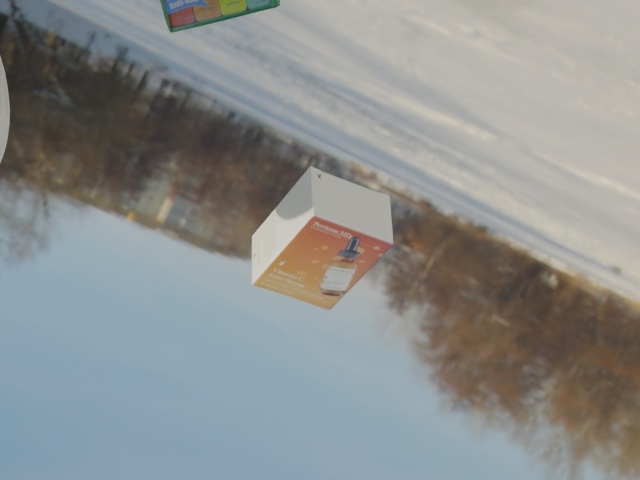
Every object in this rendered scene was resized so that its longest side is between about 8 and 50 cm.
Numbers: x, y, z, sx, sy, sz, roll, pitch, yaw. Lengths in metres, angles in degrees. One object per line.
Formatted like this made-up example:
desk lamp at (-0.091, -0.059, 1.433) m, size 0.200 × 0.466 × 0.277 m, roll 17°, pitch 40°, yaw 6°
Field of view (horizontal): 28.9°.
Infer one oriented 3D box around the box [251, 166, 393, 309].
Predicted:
box at (0.000, 0.000, 1.702) m, size 0.130 × 0.170 × 0.091 m, roll 19°, pitch -134°, yaw -23°

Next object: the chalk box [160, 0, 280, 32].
chalk box at (-0.125, -0.325, 1.380) m, size 0.132 × 0.132 × 0.213 m, roll -13°, pitch -140°, yaw -5°

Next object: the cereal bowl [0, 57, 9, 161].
cereal bowl at (-0.509, -0.180, 1.366) m, size 0.141 × 0.338 × 0.339 m, roll -18°, pitch 161°, yaw 26°
